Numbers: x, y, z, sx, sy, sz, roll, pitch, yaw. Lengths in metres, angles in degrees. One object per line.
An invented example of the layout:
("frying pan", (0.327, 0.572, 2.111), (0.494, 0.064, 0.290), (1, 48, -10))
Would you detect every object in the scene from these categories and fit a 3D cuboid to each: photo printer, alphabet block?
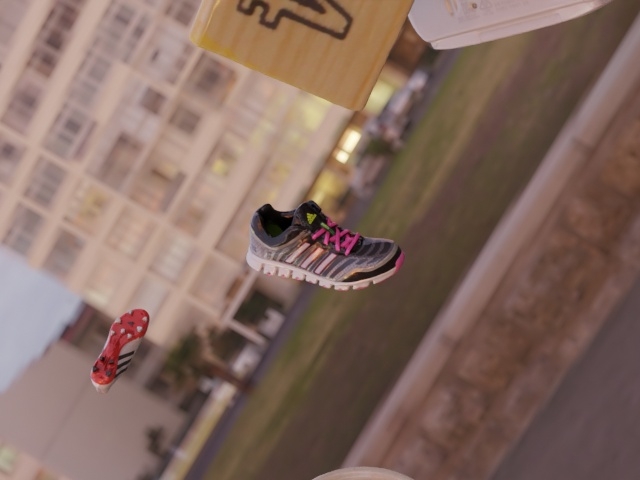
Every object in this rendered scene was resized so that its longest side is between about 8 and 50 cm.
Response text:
("photo printer", (0.277, -0.319, 2.063), (0.256, 0.107, 0.307), (-9, 16, 44))
("alphabet block", (0.002, -0.281, 1.858), (0.192, 0.193, 0.197), (-72, 6, -56))

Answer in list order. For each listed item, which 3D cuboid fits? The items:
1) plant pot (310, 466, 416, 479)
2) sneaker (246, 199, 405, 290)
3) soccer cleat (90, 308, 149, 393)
("plant pot", (0.032, 0.306, 1.398), (0.274, 0.257, 0.256), (87, -155, -44))
("sneaker", (0.000, 0.000, 1.856), (0.063, 0.170, 0.074), (-55, -36, -46))
("soccer cleat", (-0.173, 0.095, 1.601), (0.035, 0.029, 0.083), (96, -162, -57))
